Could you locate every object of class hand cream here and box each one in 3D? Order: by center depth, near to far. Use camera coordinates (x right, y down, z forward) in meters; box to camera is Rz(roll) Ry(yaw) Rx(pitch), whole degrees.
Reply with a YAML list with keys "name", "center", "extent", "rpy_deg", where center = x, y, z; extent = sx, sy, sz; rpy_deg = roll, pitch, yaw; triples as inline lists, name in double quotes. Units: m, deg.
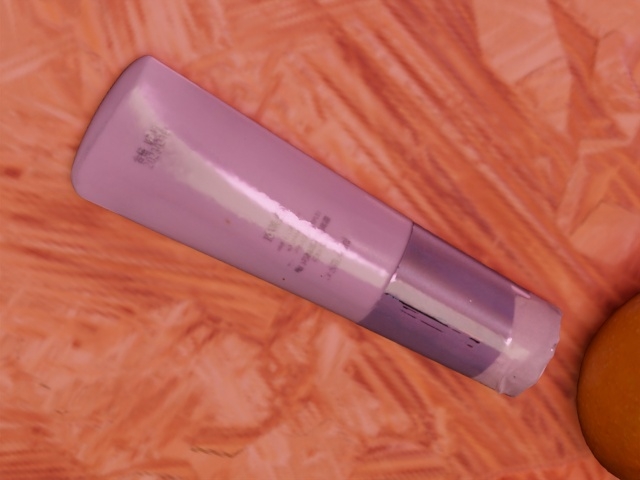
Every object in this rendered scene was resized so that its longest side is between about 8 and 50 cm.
- name: "hand cream"
  center: [0.000, 0.000, 0.902]
  extent: [0.255, 0.048, 0.079]
  rpy_deg: [29, 99, -6]

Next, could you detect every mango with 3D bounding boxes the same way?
- name: "mango"
  center: [0.218, 0.055, 0.860]
  extent: [0.136, 0.099, 0.227]
  rpy_deg: [34, 132, -19]
